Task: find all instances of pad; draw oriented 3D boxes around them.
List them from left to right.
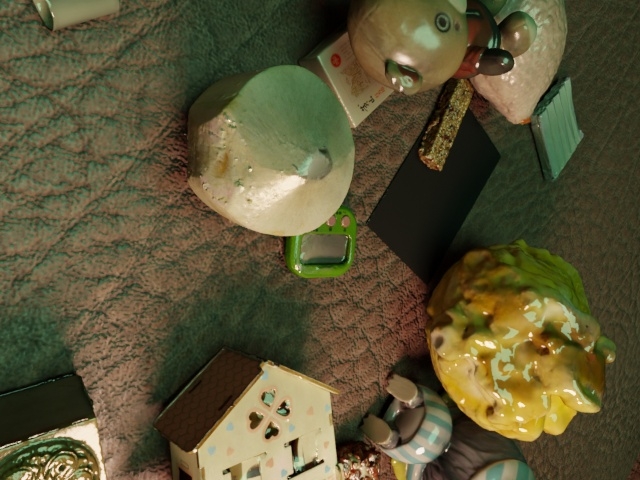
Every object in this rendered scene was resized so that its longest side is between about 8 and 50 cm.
[{"bbox_3d":[0.257,-0.115,1.026,0.247,0.007,0.367,41,75,-35],"label":"pad"}]

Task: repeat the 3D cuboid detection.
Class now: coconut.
[{"bbox_3d":[-0.068,-0.120,0.648,0.241,0.241,0.241,-8,104,-35],"label":"coconut"}]

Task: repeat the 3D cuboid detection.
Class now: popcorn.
[{"bbox_3d":[0.383,0.197,0.987,0.344,0.390,0.354,19,120,1],"label":"popcorn"}]

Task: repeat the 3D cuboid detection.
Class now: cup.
[{"bbox_3d":[-0.293,-0.290,0.563,0.083,0.075,0.054,-33,154,-31],"label":"cup"}]

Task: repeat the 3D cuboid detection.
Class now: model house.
[{"bbox_3d":[-0.125,0.292,0.739,0.326,0.169,0.244,-7,96,-37],"label":"model house"}]

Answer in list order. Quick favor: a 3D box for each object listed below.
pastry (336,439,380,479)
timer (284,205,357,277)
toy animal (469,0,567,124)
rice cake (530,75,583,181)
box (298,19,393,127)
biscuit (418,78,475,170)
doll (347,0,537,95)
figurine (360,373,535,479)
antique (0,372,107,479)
[{"bbox_3d":[0.049,0.502,0.940,0.115,0.097,0.208,21,88,-20],"label":"pastry"},{"bbox_3d":[0.000,0.000,0.833,0.140,0.047,0.128,1,97,-37],"label":"timer"},{"bbox_3d":[0.387,-0.413,0.949,0.226,0.188,0.358,-30,116,-24],"label":"toy animal"},{"bbox_3d":[0.611,-0.288,1.233,0.189,0.037,0.198,-50,124,-18],"label":"rice cake"},{"bbox_3d":[0.074,-0.306,0.819,0.201,0.058,0.141,-48,123,-20],"label":"box"},{"bbox_3d":[0.258,-0.243,0.975,0.064,0.034,0.199,30,80,-37],"label":"biscuit"},{"bbox_3d":[0.180,-0.335,0.759,0.330,0.174,0.235,-15,77,-36],"label":"doll"},{"bbox_3d":[0.330,0.472,0.968,0.361,0.377,0.266,43,73,-36],"label":"figurine"},{"bbox_3d":[-0.342,0.267,0.571,0.146,0.148,0.152,-12,109,-32],"label":"antique"}]
